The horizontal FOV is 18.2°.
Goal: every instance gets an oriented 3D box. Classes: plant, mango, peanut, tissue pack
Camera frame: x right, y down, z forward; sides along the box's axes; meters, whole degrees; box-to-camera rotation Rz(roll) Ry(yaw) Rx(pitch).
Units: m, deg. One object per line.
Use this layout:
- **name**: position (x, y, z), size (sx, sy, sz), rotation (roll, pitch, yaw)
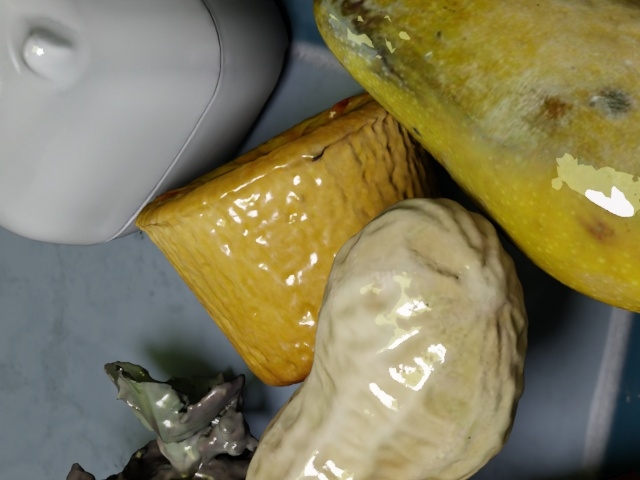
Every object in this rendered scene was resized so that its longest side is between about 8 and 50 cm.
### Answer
- **plant**: position (-0.097, 0.181, 1.411), size (0.142, 0.131, 0.203), rotation (-7, 94, 36)
- **mango**: position (0.152, -0.074, 1.182), size (0.329, 0.176, 0.175), rotation (32, 101, 26)
- **peanut**: position (0.037, 0.116, 1.181), size (0.136, 0.120, 0.298), rotation (38, 117, 30)
- **tissue pack**: position (-0.210, -0.161, 1.356), size (0.333, 0.236, 0.229), rotation (45, 119, 18)

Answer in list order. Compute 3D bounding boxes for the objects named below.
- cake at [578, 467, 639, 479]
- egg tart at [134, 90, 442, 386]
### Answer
- **cake**: position (0.126, 0.249, 1.257), size (0.178, 0.208, 0.185), rotation (-12, 104, 42)
- **egg tart**: position (0.000, 0.000, 1.287), size (0.203, 0.202, 0.147), rotation (-24, 95, 33)
